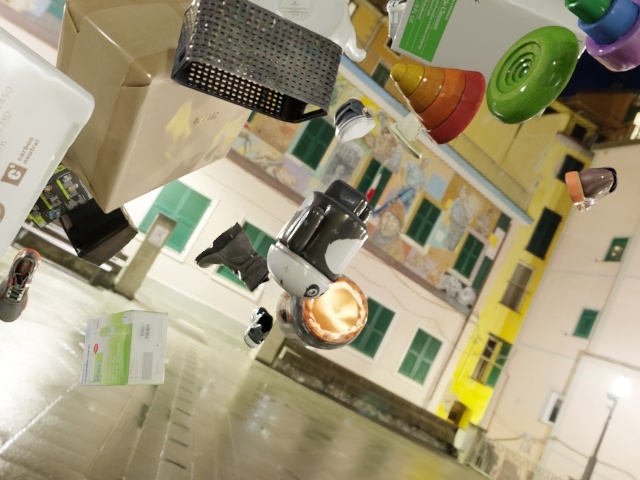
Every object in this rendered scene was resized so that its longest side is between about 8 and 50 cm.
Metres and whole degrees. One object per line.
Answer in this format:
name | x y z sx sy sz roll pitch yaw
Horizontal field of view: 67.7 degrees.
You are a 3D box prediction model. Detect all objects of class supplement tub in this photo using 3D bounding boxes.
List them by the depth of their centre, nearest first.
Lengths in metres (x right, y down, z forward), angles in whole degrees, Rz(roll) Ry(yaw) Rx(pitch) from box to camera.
supplement tub | -0.001 0.194 1.325 0.207 0.207 0.338 30 -16 -9

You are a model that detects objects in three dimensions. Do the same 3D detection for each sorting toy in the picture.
sorting toy | 0.205 -0.223 0.596 0.126 0.127 0.365 23 -8 -21

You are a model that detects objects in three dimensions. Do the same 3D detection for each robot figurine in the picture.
robot figurine | 0.002 0.002 1.090 0.209 0.278 0.173 40 -6 -28

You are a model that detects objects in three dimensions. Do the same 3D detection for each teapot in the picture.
teapot | -0.061 -0.453 1.066 0.256 0.252 0.187 41 -15 8

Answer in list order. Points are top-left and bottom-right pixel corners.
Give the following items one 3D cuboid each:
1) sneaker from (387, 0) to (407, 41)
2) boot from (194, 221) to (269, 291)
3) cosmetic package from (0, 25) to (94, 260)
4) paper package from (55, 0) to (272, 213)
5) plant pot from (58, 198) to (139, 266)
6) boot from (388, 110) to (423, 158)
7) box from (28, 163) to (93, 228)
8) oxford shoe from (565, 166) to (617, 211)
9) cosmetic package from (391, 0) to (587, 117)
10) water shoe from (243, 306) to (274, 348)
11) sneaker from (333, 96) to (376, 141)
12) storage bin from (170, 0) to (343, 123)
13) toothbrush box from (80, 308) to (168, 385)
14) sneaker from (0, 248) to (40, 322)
sneaker | 0.274 -0.607 1.360 0.228 0.132 0.086 -14 29 -31
boot | -0.298 0.092 1.639 0.223 0.118 0.338 51 -33 -6
cosmetic package | -0.531 -0.146 0.452 0.393 0.329 0.327 29 -3 13
paper package | -0.262 -0.245 0.820 0.168 0.325 0.309 44 -49 4
plant pot | -0.682 -0.051 1.483 0.188 0.167 0.187 58 -12 6
boot | 0.427 -0.480 2.130 0.213 0.165 0.077 54 1 24
box | -0.672 -0.123 1.219 0.045 0.184 0.191 52 -22 7
oxford shoe | 0.652 -0.124 1.132 0.098 0.097 0.271 -15 -3 32
cosmetic package | 0.368 -0.450 1.033 0.365 0.155 0.197 29 -42 12
water shoe | -0.163 0.242 1.393 0.073 0.080 0.203 47 15 -12
sneaker | 0.103 -0.431 1.699 0.127 0.126 0.321 53 20 -1
storage bin | -0.078 -0.216 0.586 0.180 0.084 0.122 12 -1 -29
toothbrush box | -0.586 0.325 1.420 0.283 0.206 0.122 -14 -21 40
sneaker | -0.617 0.094 0.964 0.061 0.158 0.065 17 0 -28
